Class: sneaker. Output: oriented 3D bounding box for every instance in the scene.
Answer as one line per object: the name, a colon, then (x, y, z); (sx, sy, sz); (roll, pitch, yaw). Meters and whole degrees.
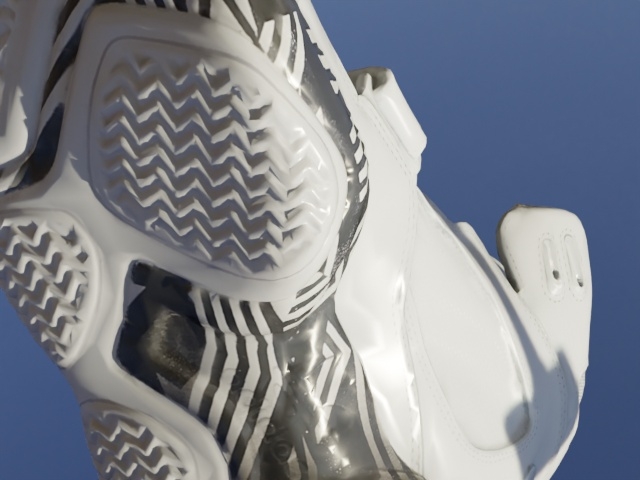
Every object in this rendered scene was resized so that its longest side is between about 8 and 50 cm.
sneaker: (0.000, 0.000, 0.477); (0.137, 0.366, 0.210); (-6, -157, 30)
